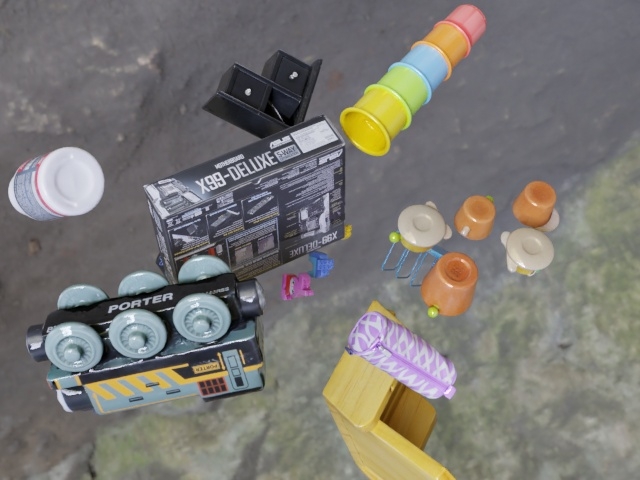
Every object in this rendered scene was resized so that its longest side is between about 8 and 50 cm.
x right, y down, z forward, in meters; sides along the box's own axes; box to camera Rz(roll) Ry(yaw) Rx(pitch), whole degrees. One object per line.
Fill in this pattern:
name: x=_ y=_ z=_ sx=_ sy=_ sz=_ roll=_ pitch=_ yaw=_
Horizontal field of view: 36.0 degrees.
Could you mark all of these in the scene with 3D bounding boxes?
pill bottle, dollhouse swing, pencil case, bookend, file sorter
pill bottle: x=-0.430 y=-0.086 z=1.577 sx=0.108 sy=0.108 sz=0.180 roll=-4 pitch=179 yaw=-38
dollhouse swing: x=0.206 y=0.355 z=1.916 sx=0.304 sy=0.315 sz=0.347 roll=16 pitch=149 yaw=27
pencil case: x=0.141 y=0.196 z=1.674 sx=0.206 sy=0.088 sz=0.086 roll=32 pitch=90 yaw=-31
bookend: x=-0.095 y=-0.263 z=1.660 sx=0.156 sy=0.157 sz=0.072 roll=26 pitch=155 yaw=-20
file sorter: x=0.243 y=0.061 z=2.280 sx=0.105 sy=0.170 sz=0.118 roll=-63 pitch=159 yaw=9

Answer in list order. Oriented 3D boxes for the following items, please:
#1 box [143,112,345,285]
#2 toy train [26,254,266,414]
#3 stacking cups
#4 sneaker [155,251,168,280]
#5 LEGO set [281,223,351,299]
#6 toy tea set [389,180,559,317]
box: x=-0.107 y=-0.042 z=1.560 sx=0.307 sy=0.076 sz=0.242 roll=-24 pitch=147 yaw=-15
toy train: x=-0.227 y=0.145 z=1.356 sx=0.333 sy=0.142 sz=0.190 roll=-13 pitch=120 yaw=3
stacking cups: x=0.160 y=-0.274 z=1.586 sx=0.316 sy=0.096 sz=0.096 roll=-49 pitch=170 yaw=-24
sneaker: x=-0.237 y=0.060 z=1.846 sx=0.081 sy=0.090 sz=0.232 roll=-63 pitch=168 yaw=-8
LEGO set: x=0.000 y=0.000 z=1.770 sx=0.087 sy=0.227 sz=0.093 roll=-2 pitch=-170 yaw=-41
toy tea set: x=0.295 y=0.014 z=1.776 sx=0.336 sy=0.200 sz=0.124 roll=-15 pitch=153 yaw=-16
